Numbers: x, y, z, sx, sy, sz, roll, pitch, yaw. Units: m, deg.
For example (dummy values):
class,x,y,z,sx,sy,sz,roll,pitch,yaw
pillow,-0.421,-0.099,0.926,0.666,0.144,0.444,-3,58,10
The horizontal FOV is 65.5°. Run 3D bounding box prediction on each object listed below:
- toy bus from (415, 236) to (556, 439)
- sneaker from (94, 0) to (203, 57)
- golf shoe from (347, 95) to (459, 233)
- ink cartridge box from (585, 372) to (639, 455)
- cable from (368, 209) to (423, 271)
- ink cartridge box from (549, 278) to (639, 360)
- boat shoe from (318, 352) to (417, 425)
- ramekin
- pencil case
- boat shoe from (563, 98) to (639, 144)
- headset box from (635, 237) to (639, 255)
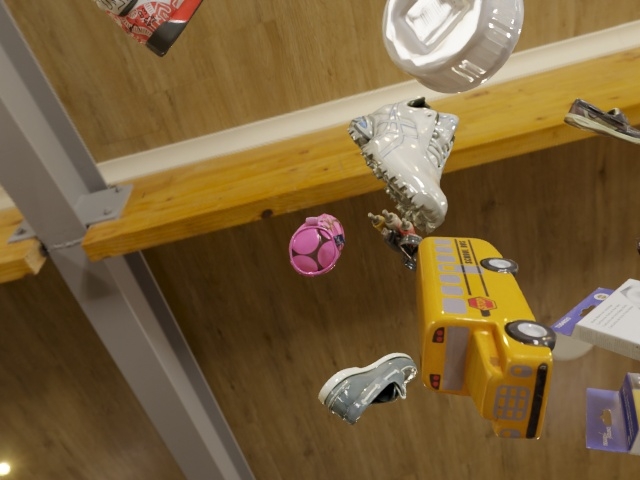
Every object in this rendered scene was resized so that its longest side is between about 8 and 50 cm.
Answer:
class,x,y,z,sx,sy,sz,roll,pitch,yaw
toy bus,0.195,0.099,0.645,0.131,0.332,0.108,4,-69,8
sneaker,-0.218,-0.420,0.726,0.145,0.090,0.269,35,-95,-26
golf shoe,0.079,-0.077,0.410,0.086,0.176,0.069,-31,-55,11
ink cartridge box,0.714,0.353,1.010,0.308,0.304,0.072,3,-81,27
cable,0.233,0.011,1.286,0.287,0.140,0.072,37,-107,-50
ink cartridge box,0.615,0.148,0.991,0.224,0.224,0.045,-25,-66,-31
boat shoe,0.130,0.329,1.090,0.320,0.099,0.116,4,-61,-50
ramekin,0.264,-0.460,1.045,0.135,0.277,0.277,-5,-45,-49
pencil case,0.000,0.000,0.905,0.095,0.209,0.098,-11,-85,5
boat shoe,0.499,-0.203,0.853,0.153,0.056,0.049,14,-71,-8
headset box,0.380,0.017,0.508,0.083,0.032,0.062,-21,-79,36
